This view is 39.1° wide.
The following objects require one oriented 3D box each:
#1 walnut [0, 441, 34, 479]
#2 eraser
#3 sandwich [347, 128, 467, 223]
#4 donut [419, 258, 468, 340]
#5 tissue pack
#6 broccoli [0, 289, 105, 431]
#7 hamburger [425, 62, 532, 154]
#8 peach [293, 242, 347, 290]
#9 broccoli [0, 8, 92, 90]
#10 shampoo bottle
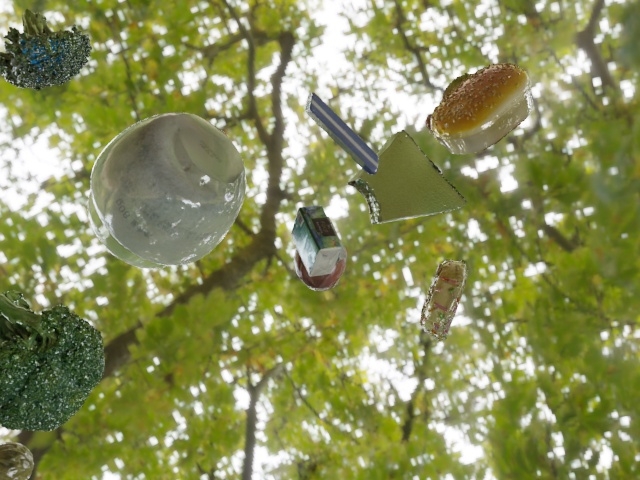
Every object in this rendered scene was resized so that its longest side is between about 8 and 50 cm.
[{"bbox_3d":[-0.595,0.429,1.728,0.092,0.092,0.092,-16,-154,8],"label":"walnut"},{"bbox_3d":[0.047,-0.235,1.986,0.036,0.225,0.082,-47,-170,-3],"label":"eraser"},{"bbox_3d":[0.200,-0.105,2.144,0.212,0.245,0.063,-47,-168,-21],"label":"sandwich"},{"bbox_3d":[0.252,0.118,1.852,0.068,0.175,0.175,19,-144,7],"label":"donut"},{"bbox_3d":[0.000,-0.001,1.752,0.079,0.085,0.111,-7,-129,-25],"label":"tissue pack"},{"bbox_3d":[-0.496,0.208,1.539,0.261,0.242,0.269,-37,177,4],"label":"broccoli"},{"bbox_3d":[0.300,-0.251,1.702,0.210,0.116,0.173,-38,-160,-14],"label":"hamburger"},{"bbox_3d":[0.001,0.068,2.489,0.152,0.152,0.152,-16,-154,8],"label":"peach"},{"bbox_3d":[-0.528,-0.365,1.704,0.167,0.154,0.160,-31,-119,33],"label":"broccoli"},{"bbox_3d":[-0.332,-0.109,1.961,0.317,0.322,0.322,-37,-170,42],"label":"shampoo bottle"}]
